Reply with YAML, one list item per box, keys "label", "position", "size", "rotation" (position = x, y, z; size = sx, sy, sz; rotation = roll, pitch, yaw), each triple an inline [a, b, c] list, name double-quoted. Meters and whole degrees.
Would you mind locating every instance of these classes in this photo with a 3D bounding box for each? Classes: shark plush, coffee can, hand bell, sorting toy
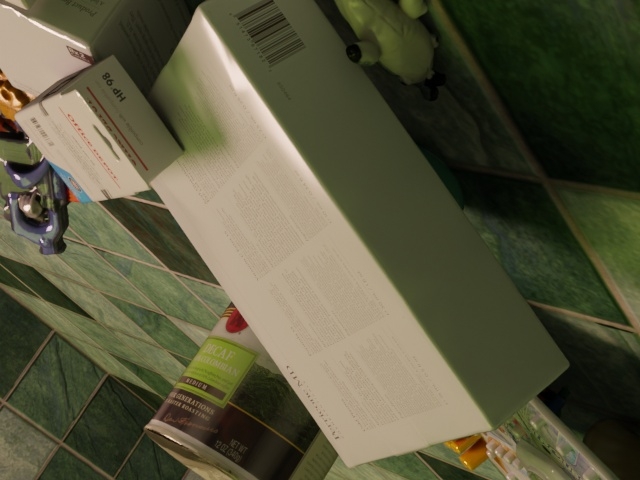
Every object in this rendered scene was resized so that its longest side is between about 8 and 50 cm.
- label: "shark plush"
  position: [0.061, -0.160, 0.912]
  size: [0.161, 0.073, 0.067]
  rotation: [22, -164, -50]
- label: "coffee can"
  position: [-0.039, 0.152, 1.328]
  size: [0.202, 0.275, 0.201]
  rotation: [30, 162, 11]
- label: "hand bell"
  position: [0.420, 0.253, 1.306]
  size: [0.126, 0.126, 0.242]
  rotation: [41, 148, -24]
- label: "sorting toy"
  position: [0.274, 0.182, 1.431]
  size: [0.061, 0.042, 0.102]
  rotation: [38, -179, 40]

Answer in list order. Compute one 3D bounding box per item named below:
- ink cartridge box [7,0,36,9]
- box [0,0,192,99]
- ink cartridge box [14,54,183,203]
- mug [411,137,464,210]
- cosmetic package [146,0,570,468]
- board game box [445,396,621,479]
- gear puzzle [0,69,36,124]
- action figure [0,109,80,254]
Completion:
- label: "ink cartridge box"
  position: [-0.260, -0.295, 0.942]
  size: [0.067, 0.115, 0.198]
  rotation: [26, 160, 20]
- label: "box"
  position: [-0.226, -0.205, 1.111]
  size: [0.181, 0.119, 0.182]
  rotation: [26, 161, 20]
- label: "ink cartridge box"
  position: [-0.186, -0.093, 1.009]
  size: [0.104, 0.060, 0.180]
  rotation: [55, 155, -17]
- label: "mug"
  position: [0.069, -0.042, 1.081]
  size: [0.129, 0.097, 0.157]
  rotation: [32, 161, 3]
- label: "cosmetic package"
  position: [0.000, 0.000, 0.986]
  size: [0.377, 0.097, 0.284]
  rotation: [55, 152, 1]
- label: "board game box"
  position: [0.266, 0.294, 1.351]
  size: [0.390, 0.050, 0.390]
  rotation: [47, 169, 26]
- label: "gear puzzle"
  position: [-0.429, -0.246, 1.295]
  size: [0.339, 0.044, 0.175]
  rotation: [50, 142, -13]
- label: "action figure"
  position: [-0.366, -0.173, 1.466]
  size: [0.330, 0.178, 0.341]
  rotation: [22, 130, 12]
